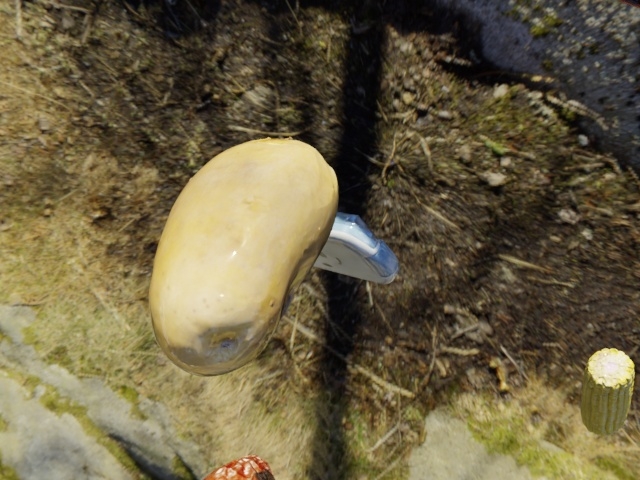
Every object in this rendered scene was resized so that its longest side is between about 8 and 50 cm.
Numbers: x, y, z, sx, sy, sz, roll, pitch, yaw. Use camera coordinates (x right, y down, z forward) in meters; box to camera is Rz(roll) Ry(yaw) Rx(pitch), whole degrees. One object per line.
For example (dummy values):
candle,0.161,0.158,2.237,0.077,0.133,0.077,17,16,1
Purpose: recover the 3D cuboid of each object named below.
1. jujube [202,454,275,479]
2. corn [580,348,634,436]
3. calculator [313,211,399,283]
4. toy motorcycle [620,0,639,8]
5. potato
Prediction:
jujube,-0.136,0.446,1.119,0.168,0.236,0.168,1,102,7
corn,0.490,0.268,1.171,0.081,0.248,0.081,-9,52,13
calculator,0.000,0.000,0.820,0.210,0.121,0.039,13,67,38
toy motorcycle,0.293,-0.216,0.471,0.298,0.171,0.089,29,85,36
potato,-0.068,0.009,0.581,0.146,0.234,0.150,10,135,21
